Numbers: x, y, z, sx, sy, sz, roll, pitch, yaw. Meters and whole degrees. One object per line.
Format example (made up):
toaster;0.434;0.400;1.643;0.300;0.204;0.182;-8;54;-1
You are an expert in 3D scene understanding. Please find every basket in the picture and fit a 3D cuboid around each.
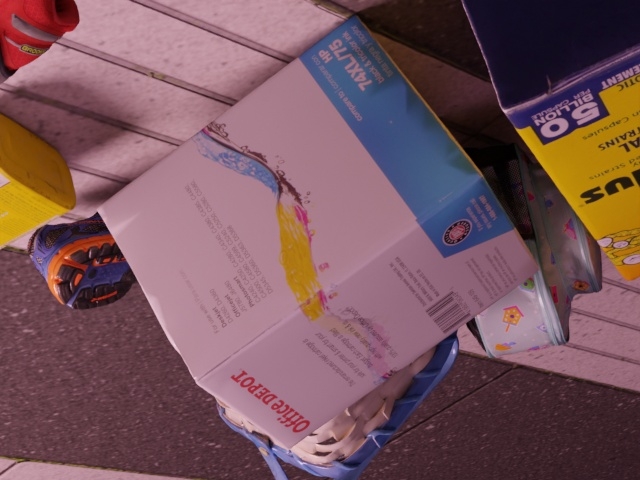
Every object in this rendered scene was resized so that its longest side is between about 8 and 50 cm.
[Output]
basket;0.023;0.119;1.469;0.255;0.201;0.289;-49;136;-20

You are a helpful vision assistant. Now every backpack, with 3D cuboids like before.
backpack;0.187;0.013;1.379;0.144;0.188;0.166;-5;171;12

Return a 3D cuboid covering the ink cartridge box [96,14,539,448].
ink cartridge box;0.000;0.000;1.230;0.270;0.197;0.198;-36;149;3

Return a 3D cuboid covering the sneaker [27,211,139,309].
sneaker;-0.170;0.003;1.348;0.221;0.087;0.083;-3;119;-49

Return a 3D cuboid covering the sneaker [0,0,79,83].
sneaker;-0.219;-0.210;0.941;0.118;0.107;0.279;-31;157;-11

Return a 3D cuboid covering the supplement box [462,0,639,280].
supplement box;0.257;-0.140;1.179;0.194;0.195;0.356;-25;151;15

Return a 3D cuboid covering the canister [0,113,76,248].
canister;-0.302;-0.028;1.218;0.170;0.073;0.126;-27;150;16
